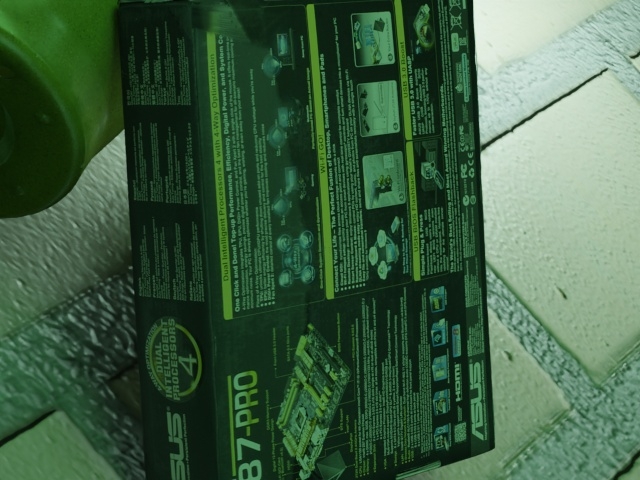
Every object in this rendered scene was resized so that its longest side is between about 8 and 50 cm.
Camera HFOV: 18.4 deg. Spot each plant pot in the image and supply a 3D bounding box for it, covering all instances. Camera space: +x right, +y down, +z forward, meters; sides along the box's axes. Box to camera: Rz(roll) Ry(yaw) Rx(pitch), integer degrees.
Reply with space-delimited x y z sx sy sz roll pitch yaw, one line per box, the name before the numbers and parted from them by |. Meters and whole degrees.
plant pot | -0.237 -0.218 1.560 0.366 0.366 0.353 33 51 -13

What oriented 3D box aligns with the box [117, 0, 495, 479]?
box | 0.000 0.000 1.535 0.318 0.097 0.395 -12 101 -47
